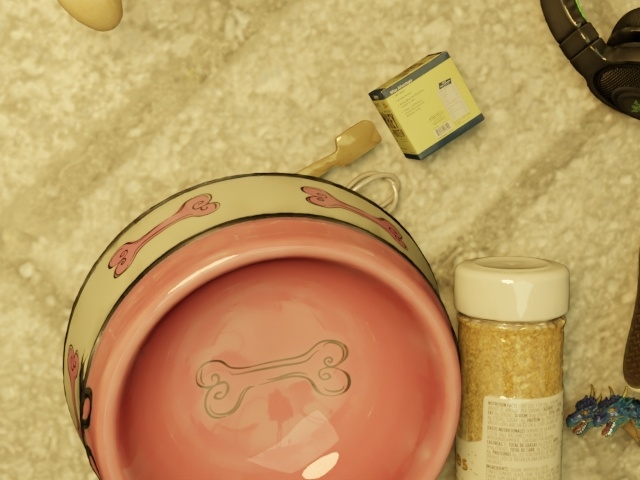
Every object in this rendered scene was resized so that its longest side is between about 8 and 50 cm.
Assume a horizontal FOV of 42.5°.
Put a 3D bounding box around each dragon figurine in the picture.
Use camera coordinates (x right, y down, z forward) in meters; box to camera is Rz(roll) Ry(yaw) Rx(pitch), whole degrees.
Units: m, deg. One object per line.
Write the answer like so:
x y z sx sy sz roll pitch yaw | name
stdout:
0.437 0.194 0.962 0.289 0.085 0.144 -22 102 -6 | dragon figurine

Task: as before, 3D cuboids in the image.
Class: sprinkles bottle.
0.206 0.199 0.899 0.121 0.121 0.355 -3 98 -11 | sprinkles bottle

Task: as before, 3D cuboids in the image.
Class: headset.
0.405 -0.218 0.840 0.243 0.185 0.394 -40 90 -10 | headset

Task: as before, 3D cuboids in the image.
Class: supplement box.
0.111 -0.142 0.866 0.083 0.056 0.083 -33 103 -5 | supplement box

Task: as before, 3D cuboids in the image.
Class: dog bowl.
-0.045 0.144 0.806 0.408 0.150 0.407 -3 104 -13 | dog bowl

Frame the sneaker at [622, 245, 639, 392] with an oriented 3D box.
0.428 0.045 0.916 0.123 0.106 0.290 20 81 -12 | sneaker

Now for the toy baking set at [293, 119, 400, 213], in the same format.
-0.007 0.002 0.880 0.197 0.030 0.256 -6 105 -16 | toy baking set

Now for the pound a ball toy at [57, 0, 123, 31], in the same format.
-0.106 -0.317 0.742 0.319 0.135 0.208 -28 66 -6 | pound a ball toy
